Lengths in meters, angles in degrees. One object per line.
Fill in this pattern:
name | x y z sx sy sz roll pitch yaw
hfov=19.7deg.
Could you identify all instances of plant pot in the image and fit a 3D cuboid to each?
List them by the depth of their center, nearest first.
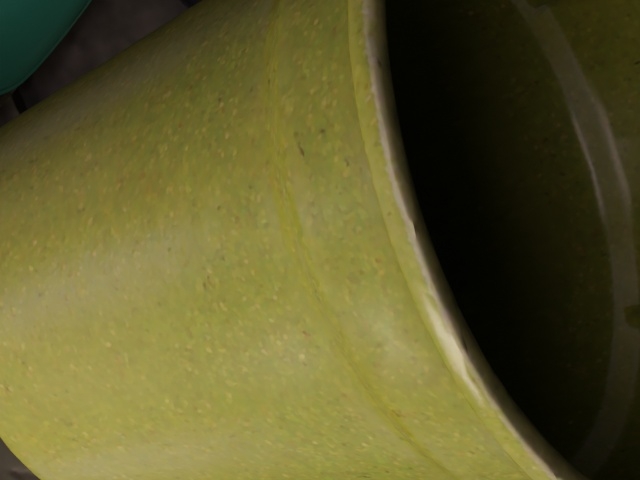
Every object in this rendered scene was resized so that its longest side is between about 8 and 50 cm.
plant pot | 0.000 0.000 0.730 0.254 0.276 0.276 -18 88 33

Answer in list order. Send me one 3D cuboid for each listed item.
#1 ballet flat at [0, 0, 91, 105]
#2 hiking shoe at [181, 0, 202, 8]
ballet flat | -0.202 -0.084 0.867 0.123 0.123 0.348 37 108 15
hiking shoe | 0.001 -0.185 0.772 0.227 0.114 0.086 -45 78 19
